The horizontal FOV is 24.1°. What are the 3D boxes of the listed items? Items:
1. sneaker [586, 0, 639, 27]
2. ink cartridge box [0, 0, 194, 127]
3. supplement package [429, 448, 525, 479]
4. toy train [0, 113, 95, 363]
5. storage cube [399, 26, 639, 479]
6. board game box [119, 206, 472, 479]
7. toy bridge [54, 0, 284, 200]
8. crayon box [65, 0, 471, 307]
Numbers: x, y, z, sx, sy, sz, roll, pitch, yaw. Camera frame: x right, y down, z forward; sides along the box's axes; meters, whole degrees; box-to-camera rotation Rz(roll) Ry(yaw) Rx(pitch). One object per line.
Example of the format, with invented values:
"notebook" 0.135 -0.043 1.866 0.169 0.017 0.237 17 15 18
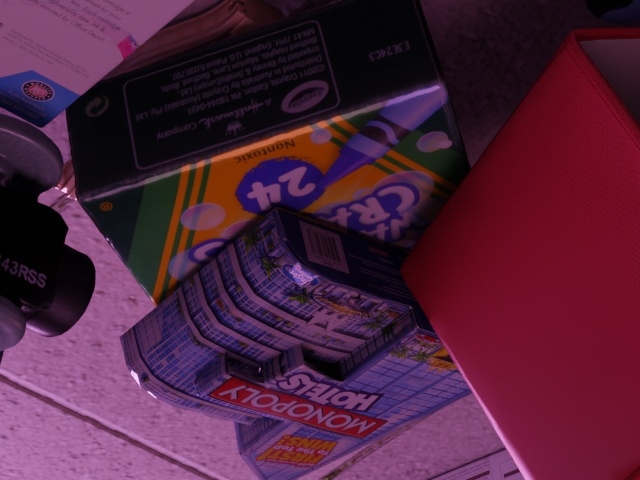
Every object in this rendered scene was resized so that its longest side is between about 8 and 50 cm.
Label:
"sneaker" 0.185 -0.165 0.787 0.073 0.063 0.162 3 141 -9
"ink cartridge box" -0.125 -0.145 0.753 0.181 0.061 0.104 -34 136 31
"supplement package" 0.229 0.296 1.330 0.204 0.145 0.262 -26 140 23
"toy train" -0.281 -0.021 0.766 0.190 0.142 0.334 -20 143 41
"storage cube" 0.192 0.016 0.803 0.184 0.215 0.193 -8 146 -38
"board game box" -0.012 0.078 0.903 0.194 0.060 0.194 19 134 -39
"toy bridge" -0.102 -0.081 0.871 0.063 0.026 0.188 24 133 -34
"crayon box" 0.000 0.000 0.922 0.203 0.083 0.323 -18 147 6
